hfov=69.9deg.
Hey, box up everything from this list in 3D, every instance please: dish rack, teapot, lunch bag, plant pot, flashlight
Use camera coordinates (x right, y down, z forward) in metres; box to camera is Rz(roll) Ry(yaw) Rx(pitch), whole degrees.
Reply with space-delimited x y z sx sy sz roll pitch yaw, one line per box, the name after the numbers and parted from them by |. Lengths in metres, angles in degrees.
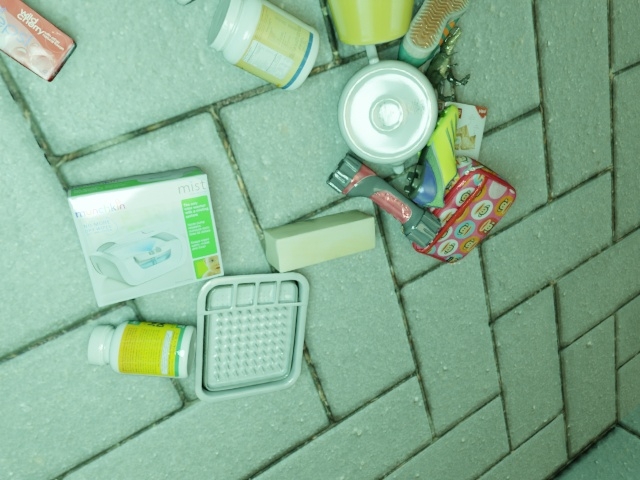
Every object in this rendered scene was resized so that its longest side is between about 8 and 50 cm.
-0.180 0.234 1.165 0.285 0.072 0.333 -2 106 -28 | dish rack
0.158 -0.317 1.114 0.252 0.187 0.256 28 111 -5 | teapot
0.371 -0.087 1.281 0.258 0.120 0.293 18 119 -33 | lunch bag
0.106 -0.566 0.983 0.253 0.254 0.239 -25 130 -19 | plant pot
0.162 -0.096 1.162 0.304 0.103 0.103 38 113 -6 | flashlight

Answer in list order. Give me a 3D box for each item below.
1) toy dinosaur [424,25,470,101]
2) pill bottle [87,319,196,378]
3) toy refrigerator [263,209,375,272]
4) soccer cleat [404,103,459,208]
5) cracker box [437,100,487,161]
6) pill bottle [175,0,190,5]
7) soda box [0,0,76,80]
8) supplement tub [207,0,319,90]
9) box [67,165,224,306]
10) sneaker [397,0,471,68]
0.318 -0.423 1.212 0.268 0.118 0.064 -58 165 1 | toy dinosaur
-0.388 0.238 1.009 0.208 0.117 0.118 6 104 -5 | pill bottle
0.000 0.000 1.169 0.269 0.102 0.095 -13 111 -24 | toy refrigerator
0.307 -0.212 1.170 0.121 0.093 0.289 25 73 -9 | soccer cleat
0.375 -0.268 1.300 0.155 0.067 0.233 -1 105 -26 | cracker box
-0.272 -0.624 0.781 0.204 0.204 0.361 -41 119 -11 | pill bottle
-0.562 -0.390 0.773 0.263 0.083 0.092 36 87 -30 | soda box
-0.118 -0.417 0.957 0.199 0.144 0.145 18 97 -30 | supplement tub
-0.360 -0.019 0.967 0.261 0.126 0.231 -13 113 -22 | box
0.274 -0.540 1.155 0.108 0.121 0.302 37 67 -2 | sneaker
